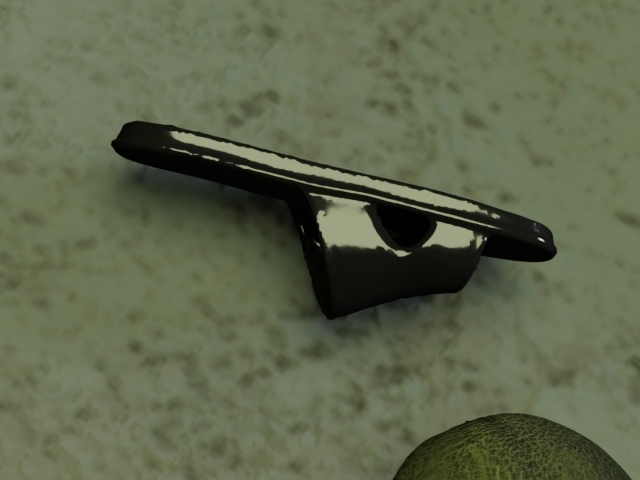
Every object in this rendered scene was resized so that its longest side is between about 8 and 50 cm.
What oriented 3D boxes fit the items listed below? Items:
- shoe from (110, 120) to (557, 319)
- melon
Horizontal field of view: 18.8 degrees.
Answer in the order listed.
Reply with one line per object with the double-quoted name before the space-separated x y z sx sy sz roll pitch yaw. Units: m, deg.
"shoe" 0.000 0.000 0.676 0.159 0.062 0.053 17 80 -4
"melon" 0.068 0.119 0.620 0.098 0.098 0.130 -13 69 -14
